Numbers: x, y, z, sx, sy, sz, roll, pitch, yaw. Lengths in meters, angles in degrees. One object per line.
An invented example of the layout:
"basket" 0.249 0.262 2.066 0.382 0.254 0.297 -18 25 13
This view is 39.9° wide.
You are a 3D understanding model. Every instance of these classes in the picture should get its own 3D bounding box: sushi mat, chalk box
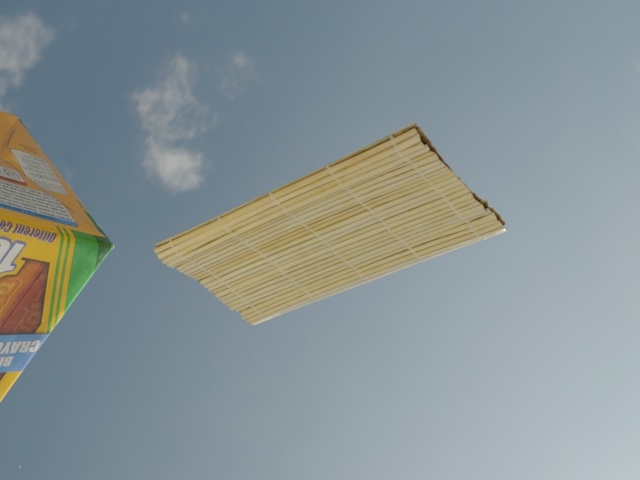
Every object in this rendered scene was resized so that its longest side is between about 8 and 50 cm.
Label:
"sushi mat" 0.000 0.000 0.818 0.151 0.317 0.019 38 -136 -36
"chalk box" -0.333 0.044 0.657 0.179 0.180 0.289 46 -74 32
